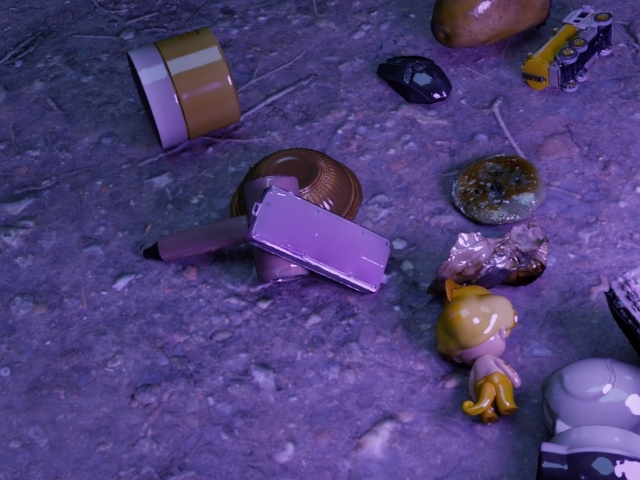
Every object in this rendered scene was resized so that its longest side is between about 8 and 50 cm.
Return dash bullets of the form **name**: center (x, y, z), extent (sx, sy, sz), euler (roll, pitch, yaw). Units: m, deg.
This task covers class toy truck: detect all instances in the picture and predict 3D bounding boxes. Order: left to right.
- **toy truck**: center (0.535, -0.412, 2.064), extent (0.114, 0.098, 0.227), euler (26, 58, 36)

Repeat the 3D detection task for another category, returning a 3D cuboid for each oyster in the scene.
- **oyster**: center (0.301, 0.042, 1.671), extent (0.232, 0.161, 0.107), euler (-20, 69, -18)

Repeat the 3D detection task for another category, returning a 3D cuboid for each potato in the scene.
- **potato**: center (0.359, -0.530, 2.125), extent (0.266, 0.229, 0.229), euler (-28, 50, -21)

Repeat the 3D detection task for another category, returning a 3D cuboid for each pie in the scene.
- **pie**: center (0.343, -0.100, 1.849), extent (0.186, 0.041, 0.187), euler (-4, 49, 5)

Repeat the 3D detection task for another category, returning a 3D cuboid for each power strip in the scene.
- **power strip**: center (0.000, 0.000, 1.705), extent (0.278, 0.037, 0.109), euler (25, 69, -17)

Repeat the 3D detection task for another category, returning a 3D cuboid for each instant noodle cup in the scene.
- **instant noodle cup**: center (-0.056, -0.106, 1.889), extent (0.273, 0.091, 0.274), euler (-5, 48, 6)

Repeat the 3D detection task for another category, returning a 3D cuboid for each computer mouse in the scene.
- **computer mouse**: center (0.206, -0.362, 2.096), extent (0.105, 0.062, 0.192), euler (-38, 54, -23)

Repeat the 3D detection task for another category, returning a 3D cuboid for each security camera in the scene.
- **security camera**: center (0.411, 0.291, 1.396), extent (0.191, 0.197, 0.277), euler (4, 40, 12)

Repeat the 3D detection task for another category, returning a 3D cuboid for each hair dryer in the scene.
- **hair dryer**: center (-0.185, 0.006, 1.803), extent (0.344, 0.106, 0.189), euler (-13, 81, 23)

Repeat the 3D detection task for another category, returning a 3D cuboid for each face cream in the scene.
- **face cream**: center (-0.289, -0.325, 2.038), extent (0.179, 0.218, 0.218), euler (-21, 48, -11)

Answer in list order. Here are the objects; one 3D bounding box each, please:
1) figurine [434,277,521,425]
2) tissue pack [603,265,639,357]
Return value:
- **figurine**: center (0.258, 0.173, 1.570), extent (0.156, 0.131, 0.246), euler (-34, 51, 26)
- **tissue pack**: center (0.565, 0.200, 1.409), extent (0.123, 0.245, 0.332), euler (-34, 50, 8)
